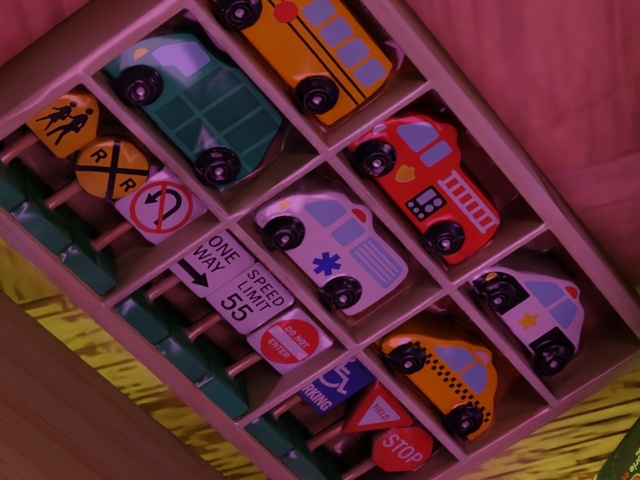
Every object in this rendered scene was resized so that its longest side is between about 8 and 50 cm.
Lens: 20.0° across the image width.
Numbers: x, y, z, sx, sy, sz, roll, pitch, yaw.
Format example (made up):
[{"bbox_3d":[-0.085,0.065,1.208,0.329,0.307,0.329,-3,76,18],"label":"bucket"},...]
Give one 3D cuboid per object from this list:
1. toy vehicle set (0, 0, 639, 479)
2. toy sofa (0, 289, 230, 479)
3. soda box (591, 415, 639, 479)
[{"bbox_3d":[0.000,0.000,0.707,0.166,0.035,0.267,-35,126,13],"label":"toy vehicle set"},{"bbox_3d":[-0.104,0.141,0.700,0.150,0.177,0.362,-36,126,13],"label":"toy sofa"},{"bbox_3d":[0.144,0.147,0.833,0.053,0.060,0.169,18,119,-25],"label":"soda box"}]
